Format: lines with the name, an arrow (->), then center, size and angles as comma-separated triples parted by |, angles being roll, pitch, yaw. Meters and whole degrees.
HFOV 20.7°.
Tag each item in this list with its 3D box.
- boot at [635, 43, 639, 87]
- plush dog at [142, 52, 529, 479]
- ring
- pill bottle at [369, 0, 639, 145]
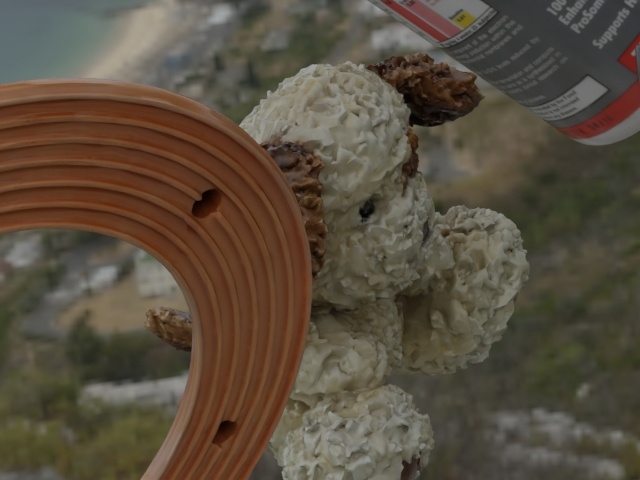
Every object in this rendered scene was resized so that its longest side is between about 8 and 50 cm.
boot -> 0.307, -0.178, 1.105 | 0.229, 0.263, 0.091 | -7, 7, 40
plush dog -> 0.000, 0.000, 1.015 | 0.210, 0.225, 0.262 | 19, 38, 17
ring -> -0.146, 0.078, 0.682 | 0.336, 0.337, 0.032 | -17, 46, -32
pill bottle -> 0.131, -0.249, 1.367 | 0.363, 0.210, 0.210 | 31, 7, -18
